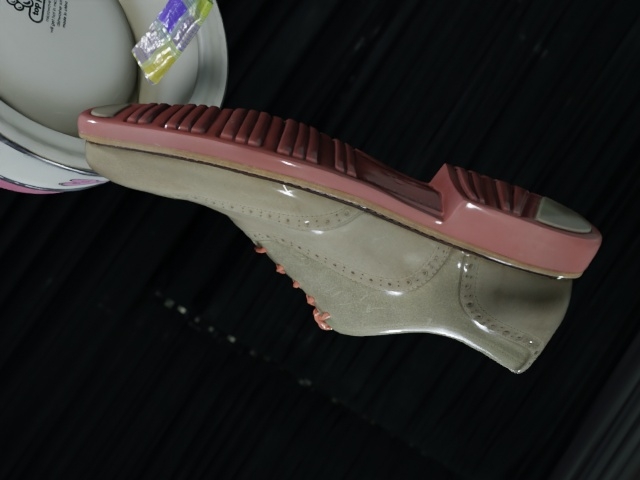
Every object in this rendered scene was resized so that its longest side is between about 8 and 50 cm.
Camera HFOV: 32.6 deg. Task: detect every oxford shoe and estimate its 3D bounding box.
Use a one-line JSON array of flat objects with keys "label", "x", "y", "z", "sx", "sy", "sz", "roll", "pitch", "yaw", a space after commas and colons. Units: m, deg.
[{"label": "oxford shoe", "x": 0.000, "y": 0.000, "z": 0.719, "sx": 0.348, "sy": 0.130, "sz": 0.123, "roll": 17, "pitch": -162, "yaw": 2}]

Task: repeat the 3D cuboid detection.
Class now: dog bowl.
[{"label": "dog bowl", "x": -0.303, "y": -0.231, "z": 1.175, "sx": 0.408, "sy": 0.408, "sz": 0.150, "roll": 36, "pitch": 139, "yaw": -27}]

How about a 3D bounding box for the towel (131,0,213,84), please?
[{"label": "towel", "x": -0.116, "y": -0.165, "z": 0.852, "sx": 0.009, "sy": 0.083, "sz": 0.060, "roll": 26, "pitch": -156, "yaw": -39}]
